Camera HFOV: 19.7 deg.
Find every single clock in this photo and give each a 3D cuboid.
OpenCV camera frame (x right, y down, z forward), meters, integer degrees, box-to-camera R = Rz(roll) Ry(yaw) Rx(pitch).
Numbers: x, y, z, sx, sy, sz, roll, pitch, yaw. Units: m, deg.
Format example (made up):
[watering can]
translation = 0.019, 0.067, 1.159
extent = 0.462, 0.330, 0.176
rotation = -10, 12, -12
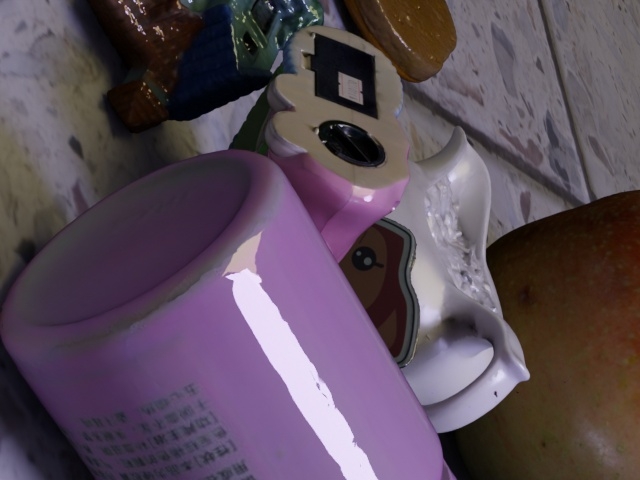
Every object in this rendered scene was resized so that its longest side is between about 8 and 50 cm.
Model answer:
[clock]
translation = -0.019, -0.015, 1.170
extent = 0.100, 0.195, 0.194
rotation = 20, 32, -12

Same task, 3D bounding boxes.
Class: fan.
[fan]
translation = 0.000, 0.000, 1.271
extent = 0.009, 0.132, 0.220
rotation = 82, 2, -62

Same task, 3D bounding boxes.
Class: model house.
[model house]
translation = -0.089, -0.140, 1.208
extent = 0.148, 0.119, 0.149
rotation = 57, 34, -29

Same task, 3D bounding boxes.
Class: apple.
[apple]
translation = 0.251, 0.102, 1.514
extent = 0.277, 0.319, 0.319
rotation = 64, 21, 12

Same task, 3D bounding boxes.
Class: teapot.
[teapot]
translation = 0.076, 0.039, 1.351
extent = 0.300, 0.166, 0.208
rotation = -109, 175, -54

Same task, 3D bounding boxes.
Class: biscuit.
[biscuit]
translation = 0.058, -0.221, 1.676
extent = 0.170, 0.050, 0.170
rotation = 43, 31, -34

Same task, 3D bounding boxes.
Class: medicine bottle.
[medicine bottle]
translation = -0.034, 0.112, 1.032
extent = 0.291, 0.178, 0.178
rotation = 60, 25, -25
